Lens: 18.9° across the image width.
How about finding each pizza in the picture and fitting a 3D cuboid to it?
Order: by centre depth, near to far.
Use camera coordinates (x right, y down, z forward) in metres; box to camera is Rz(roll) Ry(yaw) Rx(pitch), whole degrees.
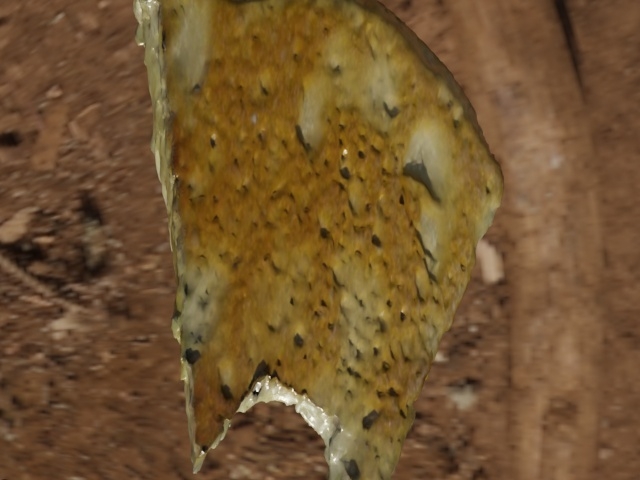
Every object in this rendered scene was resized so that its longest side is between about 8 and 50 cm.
[{"bbox_3d":[0.000,0.000,0.821,0.181,0.034,0.262,11,66,-27],"label":"pizza"}]

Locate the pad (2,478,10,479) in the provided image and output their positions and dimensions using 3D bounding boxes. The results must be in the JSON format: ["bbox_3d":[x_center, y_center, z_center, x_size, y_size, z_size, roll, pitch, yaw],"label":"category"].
[{"bbox_3d":[0.053,0.070,0.341,0.190,0.127,0.004,19,82,-37],"label":"pad"}]
